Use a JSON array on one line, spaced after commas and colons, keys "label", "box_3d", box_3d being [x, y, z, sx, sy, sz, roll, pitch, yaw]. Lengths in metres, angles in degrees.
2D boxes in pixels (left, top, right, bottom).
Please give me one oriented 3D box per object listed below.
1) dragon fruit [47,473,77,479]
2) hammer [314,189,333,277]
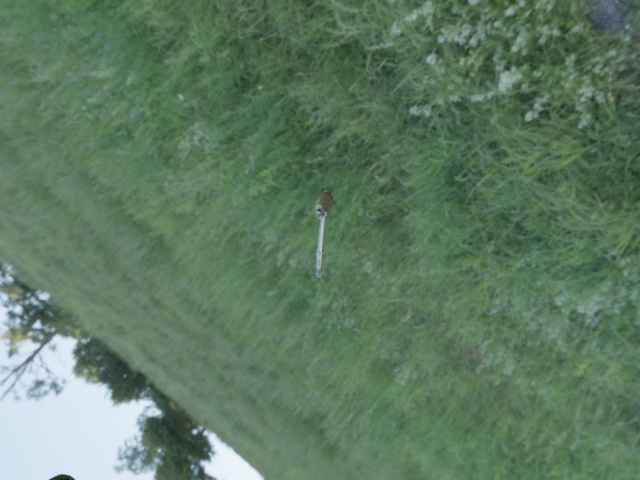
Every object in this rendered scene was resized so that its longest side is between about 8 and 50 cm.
[{"label": "dragon fruit", "box_3d": [-0.317, 0.356, 0.487, 0.282, 0.211, 0.147, 7, 145, 1]}, {"label": "hammer", "box_3d": [0.000, 0.000, 0.423, 0.014, 0.029, 0.123, 16, 148, 7]}]
